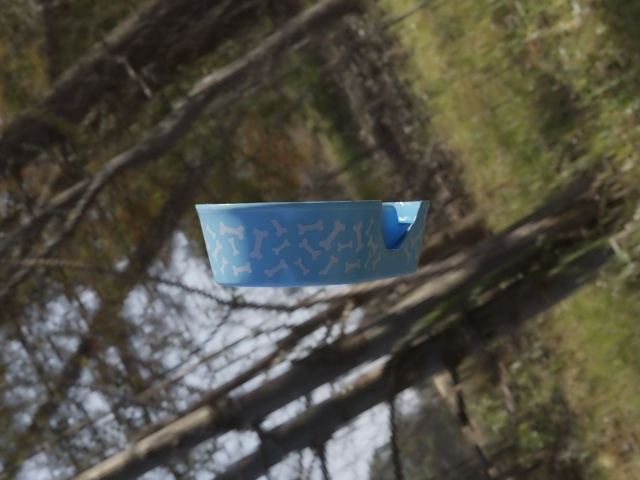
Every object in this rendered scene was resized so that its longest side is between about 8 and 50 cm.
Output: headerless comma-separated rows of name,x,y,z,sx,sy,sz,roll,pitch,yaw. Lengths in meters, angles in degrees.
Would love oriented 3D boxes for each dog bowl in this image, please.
dog bowl,0.000,0.000,1.192,0.297,0.165,0.074,-6,-85,-68
